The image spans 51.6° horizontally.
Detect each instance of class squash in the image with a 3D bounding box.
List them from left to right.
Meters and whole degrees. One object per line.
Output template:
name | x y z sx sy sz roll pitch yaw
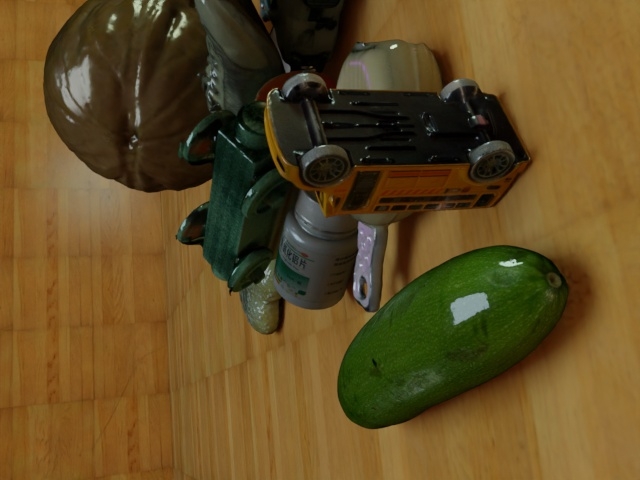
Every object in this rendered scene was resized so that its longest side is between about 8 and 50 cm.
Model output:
squash | 0.069 0.081 0.475 0.292 0.082 0.082 124 140 -59

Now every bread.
bread | -0.093 -0.015 0.975 0.207 0.056 0.286 117 145 -56

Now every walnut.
walnut | -0.220 -0.222 0.937 0.333 0.333 0.333 179 90 -71

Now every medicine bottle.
medicine bottle | 0.000 0.000 0.668 0.080 0.080 0.130 -112 27 -45

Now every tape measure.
tape measure | -0.040 -0.356 0.739 0.164 0.084 0.330 122 138 -54

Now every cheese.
cheese | 0.048 -0.050 0.557 0.137 0.064 0.227 -136 49 -68

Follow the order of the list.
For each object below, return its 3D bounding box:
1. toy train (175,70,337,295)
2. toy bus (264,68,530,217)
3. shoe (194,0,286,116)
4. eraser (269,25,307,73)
toy train | -0.060 -0.060 0.729 0.116 0.177 0.285 42 148 15
toy bus | 0.043 -0.056 0.422 0.074 0.162 0.069 110 152 -52
shoe | -0.086 -0.177 0.713 0.103 0.098 0.275 61 178 31
eraser | -0.038 -0.252 0.848 0.150 0.023 0.104 133 133 -63
